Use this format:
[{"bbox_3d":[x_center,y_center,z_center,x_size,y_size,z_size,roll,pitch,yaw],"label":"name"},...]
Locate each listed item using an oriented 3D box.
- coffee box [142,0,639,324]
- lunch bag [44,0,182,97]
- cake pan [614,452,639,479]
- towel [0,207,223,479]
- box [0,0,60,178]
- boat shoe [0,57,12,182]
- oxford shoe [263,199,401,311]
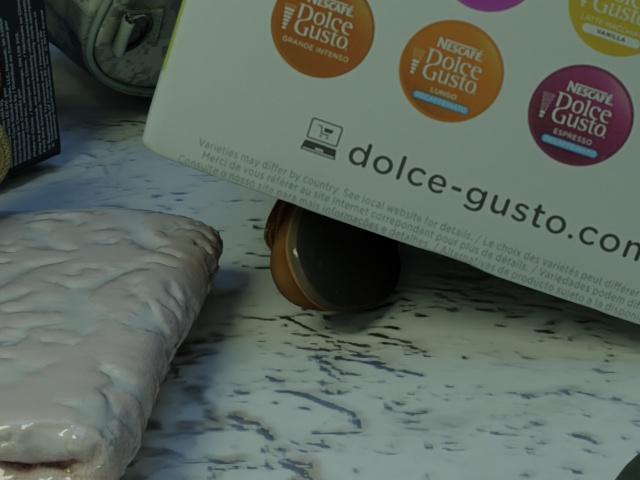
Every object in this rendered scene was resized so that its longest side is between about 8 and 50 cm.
[{"bbox_3d":[0.132,-0.188,1.071,0.338,0.334,0.338,19,19,0],"label":"coffee box"},{"bbox_3d":[-0.160,-0.243,1.515,0.256,0.212,0.305,-20,45,-42],"label":"lunch bag"},{"bbox_3d":[0.225,0.125,0.692,0.293,0.054,0.293,-2,18,1],"label":"cake pan"},{"bbox_3d":[-0.222,0.051,0.955,0.317,0.053,0.332,-1,17,5],"label":"towel"},{"bbox_3d":[-0.311,-0.091,1.250,0.165,0.143,0.270,6,20,28],"label":"box"},{"bbox_3d":[-0.214,-0.047,1.071,0.095,0.095,0.257,14,25,8],"label":"boat shoe"},{"bbox_3d":[0.000,0.000,1.096,0.076,0.076,0.212,-22,9,17],"label":"oxford shoe"}]
